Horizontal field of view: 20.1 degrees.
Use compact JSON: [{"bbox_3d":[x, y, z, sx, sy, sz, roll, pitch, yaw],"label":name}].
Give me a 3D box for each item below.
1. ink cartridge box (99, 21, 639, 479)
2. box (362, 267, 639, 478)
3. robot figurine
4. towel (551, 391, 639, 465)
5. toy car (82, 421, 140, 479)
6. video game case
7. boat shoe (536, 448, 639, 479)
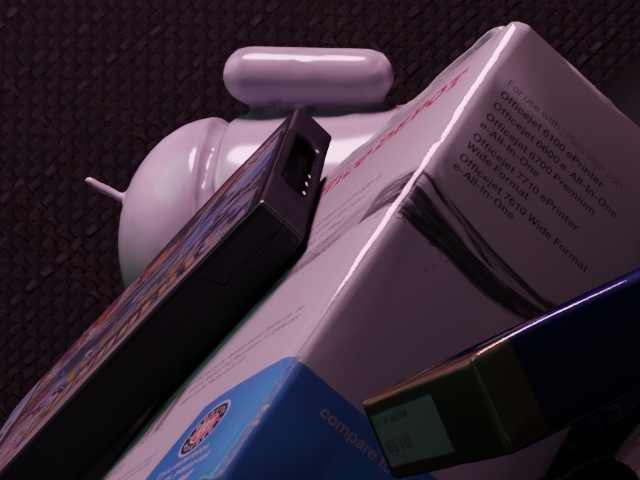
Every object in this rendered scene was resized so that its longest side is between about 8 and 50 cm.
[{"bbox_3d":[0.019,0.072,0.859,0.223,0.129,0.307,-39,13,52],"label":"ink cartridge box"},{"bbox_3d":[0.133,0.017,0.609,0.225,0.036,0.136,-22,-6,-16],"label":"box"},{"bbox_3d":[0.000,0.000,1.363,0.354,0.299,0.200,-4,7,12],"label":"robot figurine"},{"bbox_3d":[0.102,0.068,0.983,0.336,0.040,0.243,-41,10,43],"label":"towel"},{"bbox_3d":[-0.071,0.179,1.103,0.159,0.136,0.182,-7,-37,-27],"label":"toy car"},{"bbox_3d":[-0.102,0.055,0.996,0.275,0.035,0.248,-47,7,13],"label":"video game case"},{"bbox_3d":[-0.014,0.138,0.630,0.285,0.092,0.103,-35,-21,25],"label":"boat shoe"}]
